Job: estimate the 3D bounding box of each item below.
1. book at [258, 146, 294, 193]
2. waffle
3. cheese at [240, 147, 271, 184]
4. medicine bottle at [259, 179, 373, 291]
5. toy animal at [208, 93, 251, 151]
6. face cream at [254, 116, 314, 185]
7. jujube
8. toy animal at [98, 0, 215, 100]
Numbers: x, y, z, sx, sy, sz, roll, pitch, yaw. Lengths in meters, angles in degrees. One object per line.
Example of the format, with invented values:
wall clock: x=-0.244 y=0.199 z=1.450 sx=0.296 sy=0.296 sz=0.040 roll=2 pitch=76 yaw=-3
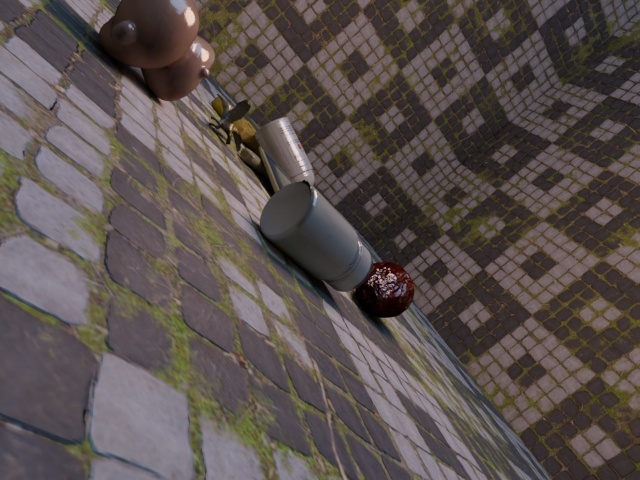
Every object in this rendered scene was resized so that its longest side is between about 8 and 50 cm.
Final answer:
book: x=-0.091 y=-0.147 z=1.642 sx=0.322 sy=0.018 sz=0.228 roll=45 pitch=17 yaw=-51
waffle: x=-0.303 y=-0.437 z=1.967 sx=0.221 sy=0.055 sz=0.248 roll=52 pitch=8 yaw=28
cheese: x=-0.193 y=-0.238 z=1.606 sx=0.064 sy=0.043 sz=0.194 roll=56 pitch=10 yaw=30
medicine bottle: x=0.000 y=0.000 z=1.069 sx=0.258 sy=0.143 sz=0.143 roll=42 pitch=10 yaw=-40
toy animal: x=-0.284 y=-0.369 z=1.484 sx=0.155 sy=0.095 sz=0.219 roll=49 pitch=-32 yaw=2
face cream: x=-0.105 y=-0.265 z=1.871 sx=0.369 sy=0.146 sz=0.145 roll=64 pitch=6 yaw=-2
jujube: x=0.174 y=0.144 z=1.420 sx=0.168 sy=0.168 sz=0.236 roll=51 pitch=23 yaw=16
toy animal: x=-0.337 y=-0.419 z=1.066 sx=0.221 sy=0.209 sz=0.230 roll=40 pitch=-26 yaw=-30
